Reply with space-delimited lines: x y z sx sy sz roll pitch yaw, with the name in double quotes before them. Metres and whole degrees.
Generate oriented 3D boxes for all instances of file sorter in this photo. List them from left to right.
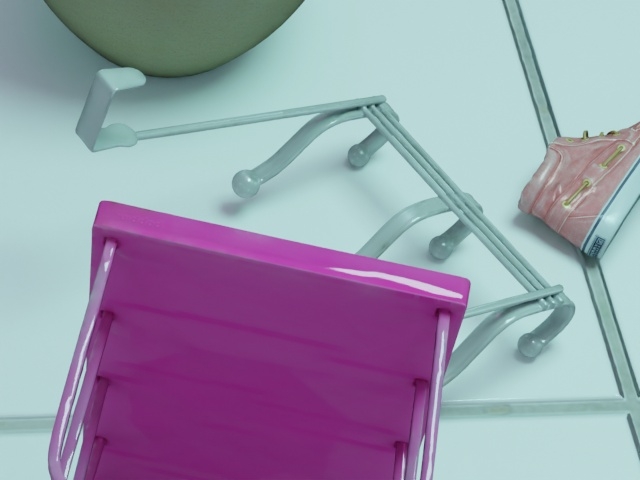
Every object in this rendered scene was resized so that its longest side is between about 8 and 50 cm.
"file sorter" -0.051 0.155 0.974 0.202 0.291 0.182 12 51 0

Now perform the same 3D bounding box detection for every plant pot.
"plant pot" -0.118 -0.242 1.371 0.284 0.191 0.284 5 49 -6

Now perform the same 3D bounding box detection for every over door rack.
"over door rack" 0.000 0.000 1.193 0.324 0.108 0.239 -1 42 -51

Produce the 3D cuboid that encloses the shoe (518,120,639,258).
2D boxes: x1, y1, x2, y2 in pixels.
"shoe" 0.224 -0.067 1.367 0.081 0.063 0.178 31 55 10
